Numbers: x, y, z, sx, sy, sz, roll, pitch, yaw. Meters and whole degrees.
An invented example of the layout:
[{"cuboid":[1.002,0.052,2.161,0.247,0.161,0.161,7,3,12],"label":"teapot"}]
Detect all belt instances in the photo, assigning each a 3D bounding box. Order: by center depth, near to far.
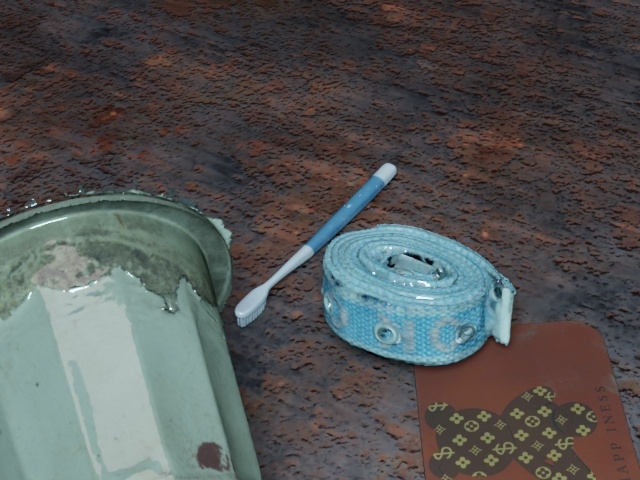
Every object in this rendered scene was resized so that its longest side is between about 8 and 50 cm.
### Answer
[{"cuboid":[0.080,0.052,1.007,0.147,0.082,0.163,-15,32,-19],"label":"belt"}]

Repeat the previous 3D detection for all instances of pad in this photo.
[{"cuboid":[0.175,0.171,0.924,0.181,0.004,0.267,-5,42,3],"label":"pad"}]

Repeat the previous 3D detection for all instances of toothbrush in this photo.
[{"cuboid":[0.000,0.000,1.123,0.019,0.025,0.275,27,50,25],"label":"toothbrush"}]

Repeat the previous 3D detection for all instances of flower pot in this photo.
[{"cuboid":[-0.161,0.135,0.843,0.290,0.290,0.259,-19,54,-12],"label":"flower pot"}]
